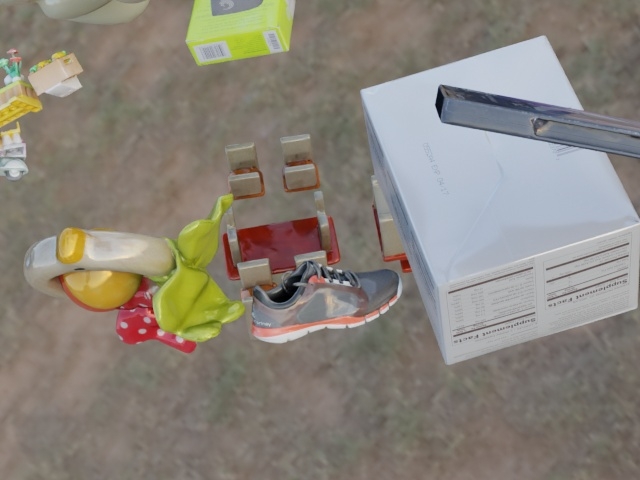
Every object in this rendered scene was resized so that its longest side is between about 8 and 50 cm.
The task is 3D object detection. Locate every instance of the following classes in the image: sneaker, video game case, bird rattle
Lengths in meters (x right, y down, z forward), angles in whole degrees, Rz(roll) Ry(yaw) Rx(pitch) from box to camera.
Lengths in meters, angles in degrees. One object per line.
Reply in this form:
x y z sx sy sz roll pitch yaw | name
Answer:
0.006 0.048 1.494 0.157 0.065 0.061 -18 26 -19 | sneaker
0.234 -0.091 1.305 0.196 0.274 0.026 -72 -8 -81 | video game case
-0.183 0.026 1.506 0.253 0.206 0.143 -12 68 64 | bird rattle

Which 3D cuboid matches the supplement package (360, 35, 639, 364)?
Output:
0.177 -0.043 1.556 0.204 0.145 0.262 -16 53 -3 | supplement package

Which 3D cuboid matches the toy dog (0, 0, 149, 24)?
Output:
-0.312 -0.429 1.948 0.408 0.395 0.285 5 98 64 | toy dog

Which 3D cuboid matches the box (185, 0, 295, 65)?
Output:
-0.083 -0.274 1.733 0.109 0.042 0.178 -7 47 16 | box

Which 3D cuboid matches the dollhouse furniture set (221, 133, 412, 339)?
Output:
0.000 0.000 2.056 0.259 0.135 0.262 -9 52 -1 | dollhouse furniture set

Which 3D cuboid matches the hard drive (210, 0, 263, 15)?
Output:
-0.057 -0.336 1.361 0.054 0.255 0.172 12 51 7 | hard drive

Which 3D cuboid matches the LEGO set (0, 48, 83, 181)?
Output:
-0.376 -0.164 1.795 0.287 0.132 0.107 -45 57 56 | LEGO set
